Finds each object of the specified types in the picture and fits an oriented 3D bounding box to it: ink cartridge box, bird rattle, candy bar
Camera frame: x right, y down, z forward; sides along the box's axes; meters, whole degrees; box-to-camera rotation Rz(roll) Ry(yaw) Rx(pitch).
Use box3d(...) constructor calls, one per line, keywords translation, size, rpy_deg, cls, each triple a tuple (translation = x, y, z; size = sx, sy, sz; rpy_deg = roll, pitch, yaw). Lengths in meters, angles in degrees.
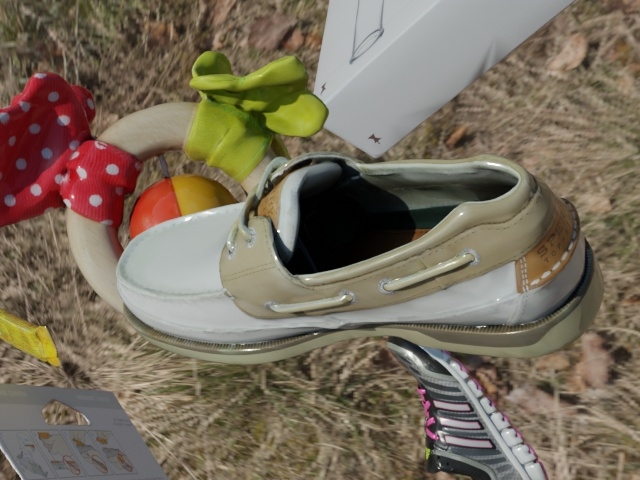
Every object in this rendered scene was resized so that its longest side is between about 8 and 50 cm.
box3d(translation=(-0.212, 0.244, 1.065), size=(0.060, 0.275, 0.239), rpy_deg=(-42, 71, 7), cls="ink cartridge box")
box3d(translation=(-0.112, -0.036, 0.826), size=(0.254, 0.143, 0.206), rpy_deg=(-19, 90, -20), cls="bird rattle")
box3d(translation=(-0.285, 0.081, 1.072), size=(0.018, 0.161, 0.040), rpy_deg=(-30, 117, -31), cls="candy bar")

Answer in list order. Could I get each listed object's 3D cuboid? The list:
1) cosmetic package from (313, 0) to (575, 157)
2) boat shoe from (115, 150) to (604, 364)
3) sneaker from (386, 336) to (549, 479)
box3d(translation=(0.147, -0.289, 1.075), size=(0.097, 0.377, 0.284), rpy_deg=(27, 48, -25), cls="cosmetic package")
box3d(translation=(0.000, 0.000, 0.653), size=(0.103, 0.302, 0.113), rpy_deg=(58, 39, -40), cls="boat shoe")
box3d(translation=(0.100, 0.144, 0.904), size=(0.075, 0.063, 0.170), rpy_deg=(-40, 90, -2), cls="sneaker")
